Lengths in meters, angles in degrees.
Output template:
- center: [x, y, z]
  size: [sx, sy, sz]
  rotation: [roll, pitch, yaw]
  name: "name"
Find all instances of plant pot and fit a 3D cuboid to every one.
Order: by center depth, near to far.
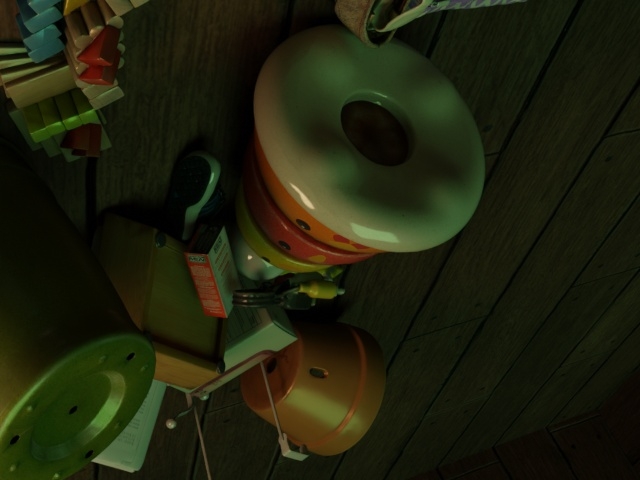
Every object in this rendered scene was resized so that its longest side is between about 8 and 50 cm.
- center: [-0.401, 0.106, 1.117]
  size: [0.366, 0.353, 0.366]
  rotation: [-39, 152, -26]
  name: "plant pot"
- center: [-0.034, 0.293, 1.939]
  size: [0.203, 0.291, 0.291]
  rotation: [27, 123, -35]
  name: "plant pot"

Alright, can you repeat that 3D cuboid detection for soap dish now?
- center: [-0.255, 0.106, 1.473]
  size: [0.118, 0.229, 0.291]
  rotation: [-3, 161, 26]
  name: "soap dish"

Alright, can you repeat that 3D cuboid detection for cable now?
- center: [-0.080, 0.077, 1.543]
  size: [0.287, 0.139, 0.072]
  rotation: [12, 88, -61]
  name: "cable"

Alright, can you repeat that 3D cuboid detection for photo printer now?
- center: [-0.358, 0.220, 1.543]
  size: [0.107, 0.307, 0.256]
  rotation: [7, 162, 26]
  name: "photo printer"

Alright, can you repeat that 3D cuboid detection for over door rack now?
- center: [-0.188, 0.349, 1.819]
  size: [0.239, 0.324, 0.108]
  rotation: [-42, 148, 25]
  name: "over door rack"

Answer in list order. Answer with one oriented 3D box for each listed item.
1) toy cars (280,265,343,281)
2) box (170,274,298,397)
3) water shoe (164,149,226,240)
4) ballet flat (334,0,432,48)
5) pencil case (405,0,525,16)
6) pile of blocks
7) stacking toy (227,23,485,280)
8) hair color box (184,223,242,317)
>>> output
- center: [0.000, 0.000, 1.660]
  size: [0.176, 0.087, 0.394]
  rotation: [-15, 148, -22]
  name: "toy cars"
- center: [-0.186, 0.170, 1.718]
  size: [0.232, 0.149, 0.127]
  rotation: [-31, 151, 8]
  name: "box"
- center: [-0.187, -0.080, 1.418]
  size: [0.080, 0.073, 0.203]
  rotation: [-28, 163, -38]
  name: "water shoe"
- center: [0.124, -0.355, 1.127]
  size: [0.107, 0.106, 0.316]
  rotation: [-16, 160, -32]
  name: "ballet flat"
- center: [0.203, -0.359, 1.255]
  size: [0.206, 0.088, 0.086]
  rotation: [-16, 134, -22]
  name: "pencil case"
- center: [-0.296, -0.206, 1.066]
  size: [0.149, 0.113, 0.362]
  rotation: [-10, 146, -28]
  name: "pile of blocks"
- center: [-0.010, -0.061, 1.381]
  size: [0.350, 0.351, 0.480]
  rotation: [-7, 158, -31]
  name: "stacking toy"
- center: [-0.169, 0.049, 1.442]
  size: [0.043, 0.072, 0.141]
  rotation: [6, 133, 18]
  name: "hair color box"
